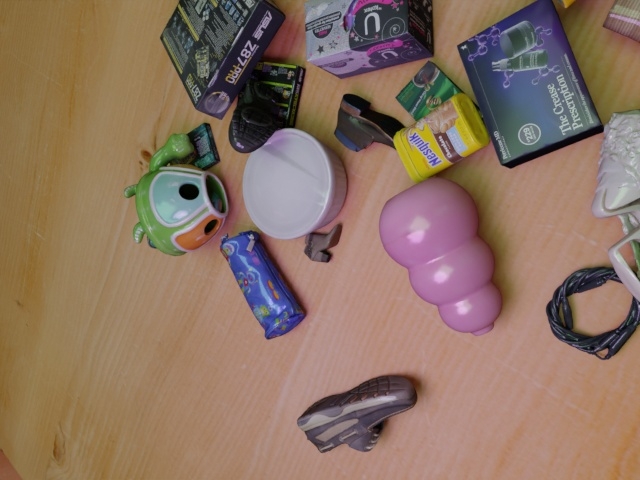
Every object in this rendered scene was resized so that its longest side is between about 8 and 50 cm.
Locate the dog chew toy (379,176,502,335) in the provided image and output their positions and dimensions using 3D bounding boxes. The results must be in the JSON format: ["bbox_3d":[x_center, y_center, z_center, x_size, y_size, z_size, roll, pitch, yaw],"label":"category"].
[{"bbox_3d":[0.262,0.040,0.992,0.206,0.206,0.332,-30,86,30],"label":"dog chew toy"}]

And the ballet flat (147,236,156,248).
[{"bbox_3d":[-0.522,-0.080,1.542,0.068,0.072,0.213,31,109,59],"label":"ballet flat"}]

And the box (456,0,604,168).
[{"bbox_3d":[0.404,-0.297,0.931,0.184,0.103,0.261,-23,81,34],"label":"box"}]

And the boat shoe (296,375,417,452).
[{"bbox_3d":[0.100,0.431,1.166,0.355,0.132,0.130,-32,86,38],"label":"boat shoe"}]

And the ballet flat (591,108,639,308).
[{"bbox_3d":[0.552,-0.027,0.817,0.147,0.147,0.409,-23,81,31],"label":"ballet flat"}]

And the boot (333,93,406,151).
[{"bbox_3d":[0.126,-0.246,1.137,0.219,0.082,0.106,42,137,16],"label":"boot"}]

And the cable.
[{"bbox_3d":[0.530,0.126,0.917,0.150,0.047,0.184,37,114,30],"label":"cable"}]

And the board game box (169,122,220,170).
[{"bbox_3d":[-0.395,-0.264,1.472,0.186,0.026,0.126,-21,83,31],"label":"board game box"}]

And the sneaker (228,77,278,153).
[{"bbox_3d":[-0.174,-0.283,1.180,0.109,0.286,0.130,28,127,-16],"label":"sneaker"}]

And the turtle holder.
[{"bbox_3d":[-0.392,-0.121,1.384,0.227,0.243,0.320,-20,48,18],"label":"turtle holder"}]

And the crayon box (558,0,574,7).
[{"bbox_3d":[0.449,-0.640,0.816,0.313,0.106,0.363,-39,53,29],"label":"crayon box"}]

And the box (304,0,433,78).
[{"bbox_3d":[0.107,-0.469,1.064,0.247,0.163,0.142,-3,90,32],"label":"box"}]

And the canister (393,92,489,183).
[{"bbox_3d":[0.248,-0.209,0.992,0.170,0.073,0.126,-30,85,49],"label":"canister"}]

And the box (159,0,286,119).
[{"bbox_3d":[-0.279,-0.566,1.278,0.318,0.097,0.395,-49,52,23],"label":"box"}]

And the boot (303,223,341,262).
[{"bbox_3d":[0.000,0.000,1.237,0.087,0.042,0.118,28,102,35],"label":"boot"}]

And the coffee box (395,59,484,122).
[{"bbox_3d":[0.264,-0.292,1.051,0.113,0.040,0.184,-45,71,26],"label":"coffee box"}]

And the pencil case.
[{"bbox_3d":[-0.159,0.110,1.293,0.306,0.119,0.133,60,141,13],"label":"pencil case"}]

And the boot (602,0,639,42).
[{"bbox_3d":[0.637,-0.445,0.776,0.220,0.109,0.283,28,96,20],"label":"boot"}]

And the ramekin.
[{"bbox_3d":[-0.056,-0.140,1.210,0.272,0.127,0.273,3,95,32],"label":"ramekin"}]

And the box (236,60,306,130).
[{"bbox_3d":[-0.142,-0.387,1.297,0.190,0.045,0.184,18,100,30],"label":"box"}]
